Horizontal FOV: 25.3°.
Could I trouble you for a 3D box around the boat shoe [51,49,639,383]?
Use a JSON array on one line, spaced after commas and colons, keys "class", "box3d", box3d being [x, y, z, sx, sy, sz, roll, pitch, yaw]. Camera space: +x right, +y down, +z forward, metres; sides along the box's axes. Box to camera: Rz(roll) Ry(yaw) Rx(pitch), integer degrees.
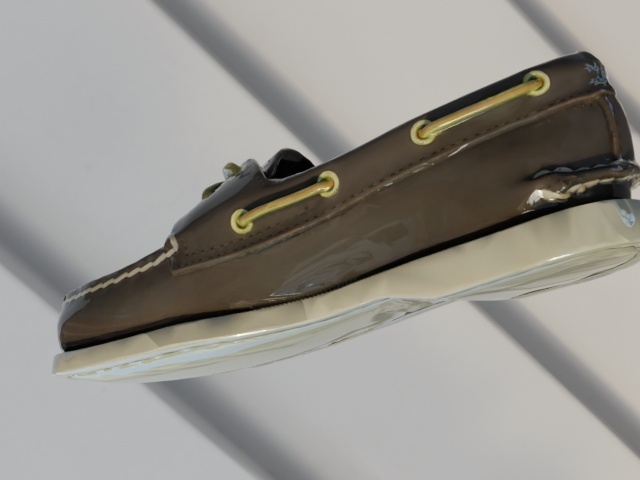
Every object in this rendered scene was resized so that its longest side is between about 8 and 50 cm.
[{"class": "boat shoe", "box3d": [0.000, 0.000, 0.491, 0.228, 0.068, 0.081, -16, 168, 26]}]
